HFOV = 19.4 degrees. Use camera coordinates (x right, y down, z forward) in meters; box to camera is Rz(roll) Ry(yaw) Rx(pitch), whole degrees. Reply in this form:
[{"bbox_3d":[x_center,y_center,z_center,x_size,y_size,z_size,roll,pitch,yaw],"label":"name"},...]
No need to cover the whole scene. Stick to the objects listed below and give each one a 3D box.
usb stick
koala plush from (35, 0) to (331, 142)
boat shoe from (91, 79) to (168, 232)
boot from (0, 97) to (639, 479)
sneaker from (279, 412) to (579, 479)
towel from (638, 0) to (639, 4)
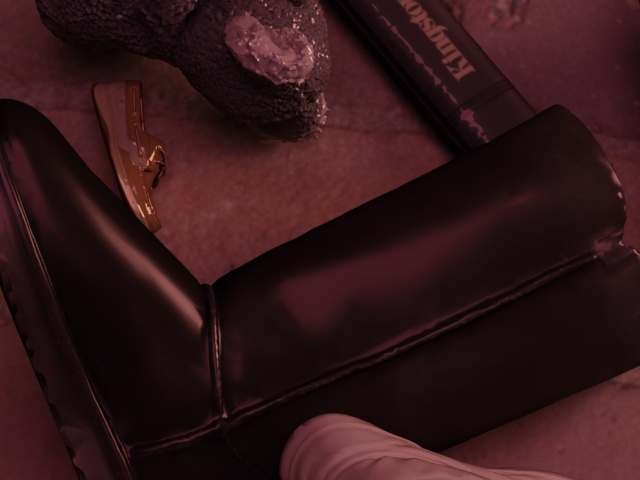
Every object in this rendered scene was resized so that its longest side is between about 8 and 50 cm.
[{"bbox_3d":[0.089,-0.148,1.506,0.077,0.045,0.278,-34,74,-16],"label":"usb stick"},{"bbox_3d":[-0.079,-0.172,1.433,0.203,0.196,0.221,-43,80,-10],"label":"koala plush"},{"bbox_3d":[-0.141,-0.067,1.450,0.045,0.050,0.135,-16,70,-6],"label":"boat shoe"},{"bbox_3d":[0.001,0.002,1.345,0.445,0.146,0.367,-22,100,-10],"label":"boot"},{"bbox_3d":[0.126,0.210,1.258,0.293,0.169,0.108,18,94,-21],"label":"sneaker"},{"bbox_3d":[0.398,-0.077,1.455,0.248,0.038,0.324,-14,84,-5],"label":"towel"}]
